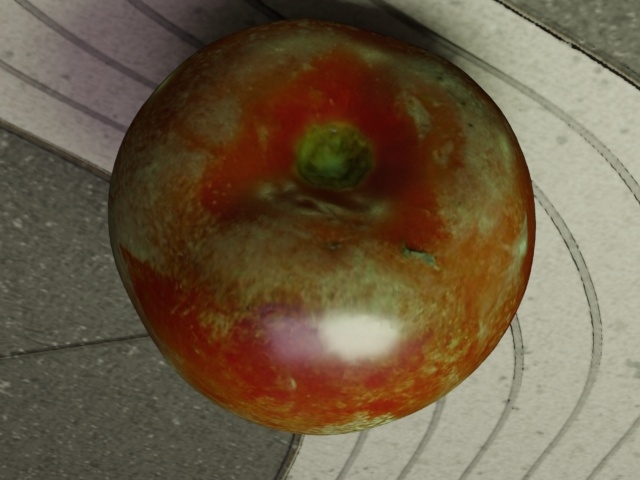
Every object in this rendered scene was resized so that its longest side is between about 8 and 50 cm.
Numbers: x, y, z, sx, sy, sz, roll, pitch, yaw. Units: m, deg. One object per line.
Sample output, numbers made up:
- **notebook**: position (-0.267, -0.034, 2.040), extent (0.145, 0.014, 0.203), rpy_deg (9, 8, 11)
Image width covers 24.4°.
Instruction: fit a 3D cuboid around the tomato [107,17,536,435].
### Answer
- **tomato**: position (0.000, 0.000, 0.955), extent (0.270, 0.270, 0.222), rpy_deg (8, 150, 0)
